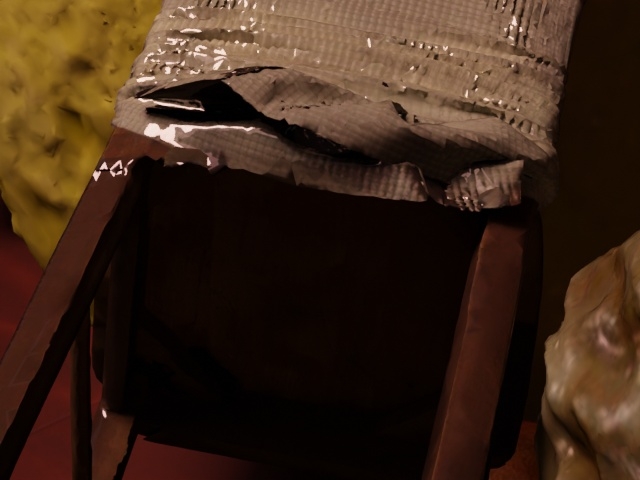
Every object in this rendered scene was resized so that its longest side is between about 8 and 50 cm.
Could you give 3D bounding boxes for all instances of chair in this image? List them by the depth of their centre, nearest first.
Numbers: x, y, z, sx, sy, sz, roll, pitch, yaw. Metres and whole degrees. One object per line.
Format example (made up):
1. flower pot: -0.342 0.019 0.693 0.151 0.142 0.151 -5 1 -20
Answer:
1. chair: 0.000 0.000 0.574 0.160 0.186 0.319 10 47 6

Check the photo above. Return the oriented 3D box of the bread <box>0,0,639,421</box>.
1. bread: 0.044 -0.105 0.798 0.348 0.348 0.308 -20 19 21

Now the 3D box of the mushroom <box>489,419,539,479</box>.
1. mushroom: 0.063 0.111 0.696 0.129 0.072 0.088 15 95 61

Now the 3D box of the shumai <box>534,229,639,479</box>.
1. shumai: 0.132 0.123 0.483 0.222 0.225 0.260 -56 -20 19
